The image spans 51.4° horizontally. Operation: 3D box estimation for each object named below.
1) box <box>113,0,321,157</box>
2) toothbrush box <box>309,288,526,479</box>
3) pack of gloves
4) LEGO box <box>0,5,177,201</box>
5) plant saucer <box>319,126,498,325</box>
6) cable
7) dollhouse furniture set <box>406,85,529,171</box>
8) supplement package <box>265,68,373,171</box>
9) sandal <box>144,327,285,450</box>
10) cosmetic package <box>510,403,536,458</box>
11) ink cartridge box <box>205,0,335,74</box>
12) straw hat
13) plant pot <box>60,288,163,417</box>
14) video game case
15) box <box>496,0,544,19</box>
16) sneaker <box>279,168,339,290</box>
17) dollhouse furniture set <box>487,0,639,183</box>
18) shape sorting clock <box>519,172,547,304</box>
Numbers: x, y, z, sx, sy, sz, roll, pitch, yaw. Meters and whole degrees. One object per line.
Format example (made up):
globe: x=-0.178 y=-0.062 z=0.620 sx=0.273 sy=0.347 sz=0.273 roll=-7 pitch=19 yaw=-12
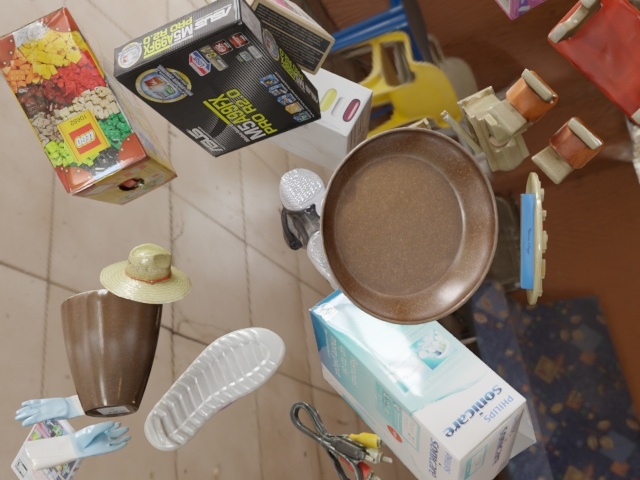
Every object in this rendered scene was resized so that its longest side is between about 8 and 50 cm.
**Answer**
box: x=-0.150 y=-0.244 z=1.044 sx=0.270 sy=0.216 sz=0.060 roll=40 pitch=38 yaw=-58
toothbrush box: x=0.131 y=0.212 z=0.955 sx=0.295 sy=0.126 sz=0.216 roll=41 pitch=-24 yaw=32
pack of gloves: x=-0.555 y=0.407 z=1.505 sx=0.232 sy=0.046 sz=0.195 roll=-1 pitch=35 yaw=-43
LEGO box: x=-0.559 y=-0.300 z=1.660 sx=0.372 sy=0.193 sz=0.500 roll=62 pitch=-4 yaw=-3
plant saucer: x=0.087 y=-0.014 z=0.678 sx=0.036 sy=0.199 sz=0.198 roll=3 pitch=-66 yaw=70
cable: x=0.039 y=0.503 z=1.637 sx=0.072 sy=0.287 sz=0.139 roll=18 pitch=91 yaw=-53
dollhouse furniture set: x=0.215 y=-0.131 z=0.983 sx=0.101 sy=0.161 sz=0.182 roll=61 pitch=13 yaw=-20
supplement package: x=-0.021 y=-0.312 z=1.647 sx=0.145 sy=0.262 sz=0.204 roll=-61 pitch=170 yaw=-20
sandal: x=-0.277 y=0.375 z=1.728 sx=0.169 sy=0.416 sz=0.102 roll=49 pitch=-20 yaw=16
cosmetic package: x=0.402 y=0.419 z=1.624 sx=0.238 sy=0.107 sz=0.127 roll=30 pitch=32 yaw=-18
ink cartridge box: x=-0.105 y=-0.440 z=1.318 sx=0.193 sy=0.088 sz=0.234 roll=18 pitch=25 yaw=-37
straw hat: x=-0.272 y=0.039 z=1.056 sx=0.144 sy=0.145 sz=0.061 roll=-58 pitch=164 yaw=-65
plant pot: x=-0.442 y=0.249 z=1.412 sx=0.215 sy=0.216 sz=0.230 roll=39 pitch=38 yaw=-58
video game case: x=-0.657 y=0.526 z=1.609 sx=0.023 sy=0.201 sz=0.183 roll=31 pitch=88 yaw=-51
box: x=0.470 y=-0.615 z=1.366 sx=0.117 sy=0.243 sz=0.213 roll=61 pitch=3 yaw=23
sneaker: x=0.000 y=0.000 z=1.290 sx=0.268 sy=0.101 sz=0.153 roll=62 pitch=-17 yaw=21
dollhouse furniture set: x=0.363 y=-0.162 z=0.713 sx=0.259 sy=0.262 sz=0.135 roll=49 pitch=33 yaw=9
shape sorting clock: x=0.333 y=-0.003 z=1.037 sx=0.206 sy=0.040 sz=0.206 roll=1 pitch=90 yaw=-74
